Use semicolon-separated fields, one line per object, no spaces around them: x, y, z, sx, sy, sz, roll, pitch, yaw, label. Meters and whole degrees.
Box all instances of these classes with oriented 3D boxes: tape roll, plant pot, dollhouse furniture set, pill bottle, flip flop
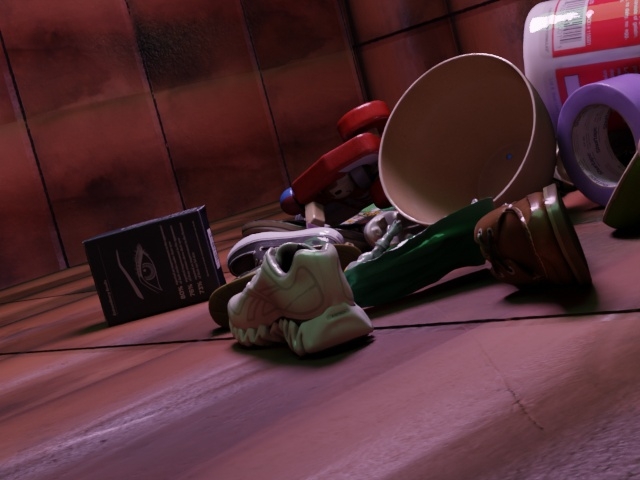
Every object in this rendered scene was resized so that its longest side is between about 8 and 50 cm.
0.447;-0.149;1.729;0.080;0.189;0.189;-18;6;-31;tape roll
0.260;-0.127;1.841;0.284;0.284;0.191;-11;-25;37;plant pot
0.000;0.000;1.984;0.091;0.081;0.114;19;34;-17;dollhouse furniture set
0.546;-0.297;1.839;0.407;0.229;0.229;-5;10;27;pill bottle
-0.032;0.007;2.084;0.277;0.080;0.112;8;6;36;flip flop

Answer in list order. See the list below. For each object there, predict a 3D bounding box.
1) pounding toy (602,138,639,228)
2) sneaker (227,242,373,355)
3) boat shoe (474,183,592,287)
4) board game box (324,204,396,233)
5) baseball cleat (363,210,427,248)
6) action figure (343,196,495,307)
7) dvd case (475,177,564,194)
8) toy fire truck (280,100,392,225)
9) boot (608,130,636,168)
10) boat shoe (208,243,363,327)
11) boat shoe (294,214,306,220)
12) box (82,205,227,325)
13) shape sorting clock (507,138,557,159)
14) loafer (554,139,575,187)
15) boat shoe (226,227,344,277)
0.452;-0.087;1.447;0.183;0.110;0.237;-49;-18;-24;pounding toy
-0.036;0.060;1.336;0.110;0.118;0.292;-20;6;-25;sneaker
0.226;0.008;1.268;0.104;0.111;0.307;-18;-5;9;boat shoe
0.075;-0.043;2.358;0.136;0.030;0.259;-3;12;28;board game box
0.132;-0.013;1.929;0.206;0.072;0.109;-12;-9;-40;baseball cleat
0.101;0.024;1.427;0.232;0.137;0.063;-23;51;-14;action figure
0.290;-0.076;2.040;0.238;0.030;0.179;-12;-8;25;dvd case
0.063;-0.107;2.085;0.254;0.169;0.302;-31;-15;18;toy fire truck
0.598;-0.151;1.897;0.338;0.118;0.223;-20;11;19;boot
-0.049;0.055;1.594;0.223;0.080;0.073;-20;11;-8;boat shoe
0.077;-0.085;2.566;0.301;0.108;0.102;-27;12;-30;boat shoe
-0.278;0.041;1.968;0.207;0.153;0.108;-14;5;1;box
0.361;-0.142;2.148;0.206;0.040;0.206;-26;-29;-16;shape sorting clock
0.529;-0.163;2.099;0.268;0.102;0.092;-16;0;-12;loafer
-0.067;0.037;1.910;0.228;0.080;0.076;-7;33;29;boat shoe
